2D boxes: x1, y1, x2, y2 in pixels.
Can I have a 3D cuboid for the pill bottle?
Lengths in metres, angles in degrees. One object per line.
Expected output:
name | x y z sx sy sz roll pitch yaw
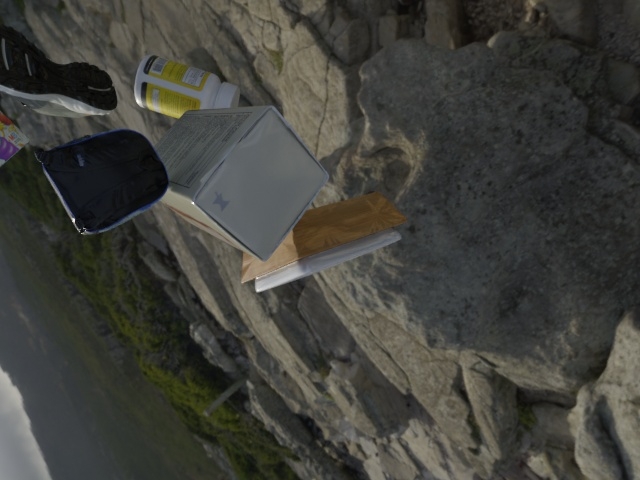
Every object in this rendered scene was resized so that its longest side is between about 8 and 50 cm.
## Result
pill bottle | -0.298 -0.332 1.015 0.208 0.119 0.119 17 139 -5

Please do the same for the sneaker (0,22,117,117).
sneaker | -0.452 -0.245 0.691 0.107 0.271 0.101 -14 83 20

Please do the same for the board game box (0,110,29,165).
board game box | -0.645 -0.141 0.724 0.275 0.145 0.142 -11 131 30

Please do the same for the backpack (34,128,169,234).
backpack | -0.244 -0.072 0.517 0.084 0.114 0.105 -1 117 61

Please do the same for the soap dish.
soap dish | 0.000 0.000 0.916 0.228 0.290 0.118 -25 84 52

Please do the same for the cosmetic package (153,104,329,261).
cosmetic package | -0.144 -0.094 0.644 0.129 0.153 0.296 45 167 -34
